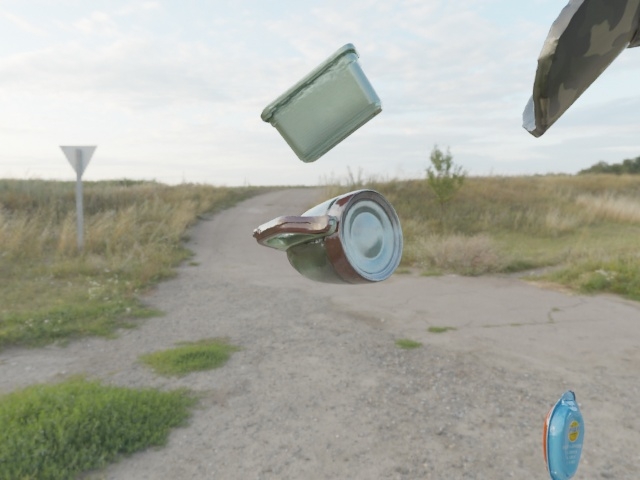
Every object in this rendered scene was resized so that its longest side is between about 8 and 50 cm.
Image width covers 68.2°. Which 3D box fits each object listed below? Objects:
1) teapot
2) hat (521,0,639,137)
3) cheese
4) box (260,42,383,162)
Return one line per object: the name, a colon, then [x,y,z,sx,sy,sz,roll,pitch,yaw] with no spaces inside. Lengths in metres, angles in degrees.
teapot: [0.000,0.000,1.240,0.314,0.234,0.312,18,-21,-39]
hat: [0.456,-0.290,0.620,0.257,0.382,0.366,25,7,20]
cheese: [0.392,0.375,0.773,0.106,0.257,0.037,14,-8,-32]
box: [0.016,-0.358,1.296,0.311,0.183,0.175,-34,1,16]
